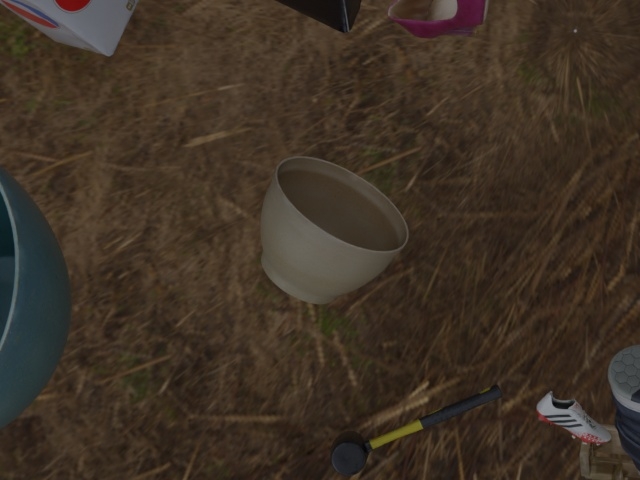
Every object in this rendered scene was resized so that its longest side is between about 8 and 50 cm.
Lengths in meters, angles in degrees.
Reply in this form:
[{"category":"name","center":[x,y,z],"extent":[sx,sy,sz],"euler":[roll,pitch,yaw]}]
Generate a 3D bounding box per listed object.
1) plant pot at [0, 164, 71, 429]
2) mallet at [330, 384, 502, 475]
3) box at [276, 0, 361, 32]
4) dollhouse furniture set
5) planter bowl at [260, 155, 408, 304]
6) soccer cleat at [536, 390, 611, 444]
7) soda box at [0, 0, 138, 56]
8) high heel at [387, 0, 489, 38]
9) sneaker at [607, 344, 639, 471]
[{"category":"plant pot","center":[-0.332,0.062,1.062],"extent":[0.290,0.195,0.290],"euler":[-5,75,20]},{"category":"mallet","center":[0.097,0.191,1.260],"extent":[0.189,0.062,0.039],"euler":[-23,92,-4]},{"category":"box","center":[-0.062,-0.387,0.921],"extent":[0.343,0.179,0.313],"euler":[26,82,9]},{"category":"dollhouse furniture set","center":[0.437,0.373,1.750],"extent":[0.123,0.151,0.144],"euler":[3,132,20]},{"category":"planter bowl","center":[0.000,0.000,1.321],"extent":[0.162,0.162,0.109],"euler":[33,117,5]},{"category":"soccer cleat","center":[0.263,0.182,1.245],"extent":[0.083,0.029,0.036],"euler":[24,119,2]},{"category":"soda box","center":[-0.238,-0.225,0.953],"extent":[0.074,0.216,0.069],"euler":[20,83,33]},{"category":"high heel","center":[0.146,-0.305,1.488],"extent":[0.117,0.244,0.082],"euler":[8,88,1]},{"category":"sneaker","center":[0.379,0.180,1.116],"extent":[0.226,0.163,0.086],"euler":[16,58,24]}]
